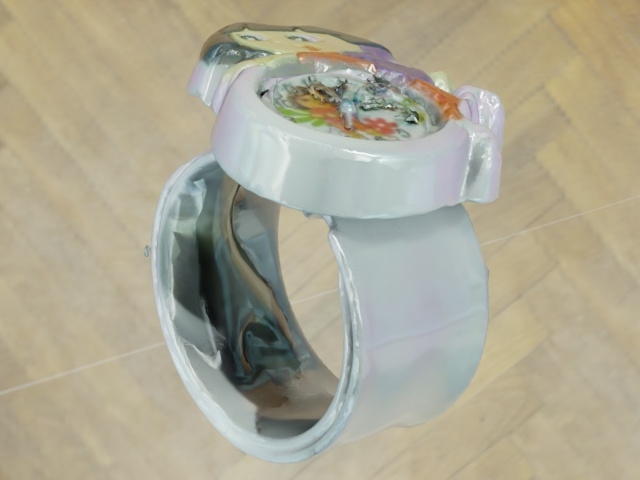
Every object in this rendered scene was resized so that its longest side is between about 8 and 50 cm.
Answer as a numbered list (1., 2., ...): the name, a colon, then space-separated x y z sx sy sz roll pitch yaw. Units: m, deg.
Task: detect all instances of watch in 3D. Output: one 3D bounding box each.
1. watch: 0.000 0.000 1.045 0.244 0.196 0.231 33 126 42
